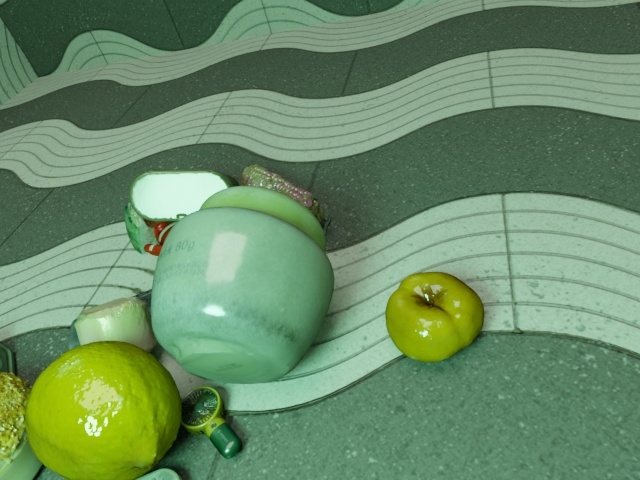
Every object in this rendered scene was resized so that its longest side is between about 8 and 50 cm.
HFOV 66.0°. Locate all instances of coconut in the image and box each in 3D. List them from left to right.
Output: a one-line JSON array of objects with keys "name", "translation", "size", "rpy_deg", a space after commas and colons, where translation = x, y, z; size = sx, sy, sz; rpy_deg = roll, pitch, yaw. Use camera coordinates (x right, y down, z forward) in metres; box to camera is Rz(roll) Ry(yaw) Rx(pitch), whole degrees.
[{"name": "coconut", "translation": [-0.411, 0.201, 1.008], "size": [0.147, 0.153, 0.147], "rpy_deg": [-15, 8, 2]}]

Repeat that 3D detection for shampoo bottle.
[{"name": "shampoo bottle", "translation": [-0.140, 0.085, 0.899], "size": [0.322, 0.322, 0.317], "rpy_deg": [-1, 49, 20]}]

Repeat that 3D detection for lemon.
[{"name": "lemon", "translation": [-0.360, 0.284, 0.827], "size": [0.263, 0.236, 0.236], "rpy_deg": [-1, 43, 13]}]

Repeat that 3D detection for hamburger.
[{"name": "hamburger", "translation": [-0.640, 0.370, 0.873], "size": [0.275, 0.179, 0.294], "rpy_deg": [7, 45, 23]}]

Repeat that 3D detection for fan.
[{"name": "fan", "translation": [-0.190, 0.324, 0.866], "size": [0.082, 0.039, 0.155], "rpy_deg": [-37, 45, -22]}]

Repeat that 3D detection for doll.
[{"name": "doll", "translation": [-0.323, 0.004, 1.192], "size": [0.199, 0.106, 0.336], "rpy_deg": [-20, 24, -18]}]

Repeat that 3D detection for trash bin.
[{"name": "trash bin", "translation": [-0.328, -0.120, 1.262], "size": [0.243, 0.121, 0.247], "rpy_deg": [-1, 8, -2]}]

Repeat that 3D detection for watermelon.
[{"name": "watermelon", "translation": [-0.468, -0.023, 1.365], "size": [0.158, 0.121, 0.098], "rpy_deg": [4, 34, -51]}]

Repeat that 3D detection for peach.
[{"name": "peach", "translation": [0.200, 0.133, 0.886], "size": [0.179, 0.103, 0.179], "rpy_deg": [-8, 42, 7]}]

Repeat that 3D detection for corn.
[{"name": "corn", "translation": [-0.115, -0.109, 1.265], "size": [0.126, 0.127, 0.335], "rpy_deg": [-33, 40, -17]}]

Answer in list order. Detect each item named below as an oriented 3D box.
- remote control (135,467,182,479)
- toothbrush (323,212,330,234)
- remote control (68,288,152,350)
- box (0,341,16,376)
[{"name": "remote control", "translation": [-0.323, 0.437, 0.787], "size": [0.221, 0.042, 0.078], "rpy_deg": [-23, 41, -3]}, {"name": "toothbrush", "translation": [0.001, 0.002, 1.177], "size": [0.014, 0.017, 0.194], "rpy_deg": [-7, 44, 22]}, {"name": "remote control", "translation": [-0.388, 0.150, 1.136], "size": [0.377, 0.044, 0.107], "rpy_deg": [-22, 43, -3]}, {"name": "box", "translation": [-0.741, 0.286, 1.062], "size": [0.092, 0.124, 0.172], "rpy_deg": [-39, 42, -8]}]
